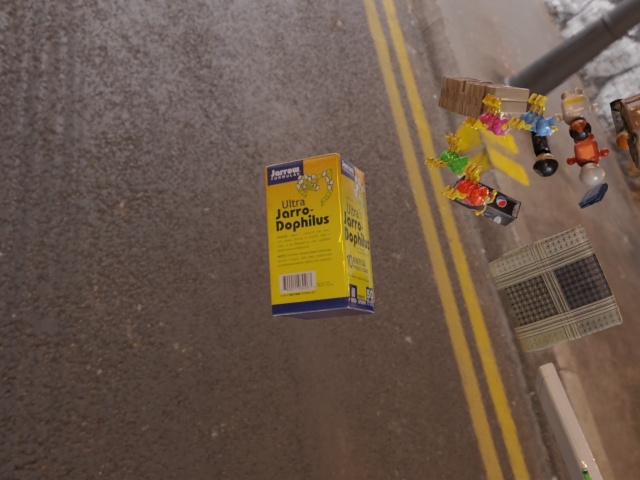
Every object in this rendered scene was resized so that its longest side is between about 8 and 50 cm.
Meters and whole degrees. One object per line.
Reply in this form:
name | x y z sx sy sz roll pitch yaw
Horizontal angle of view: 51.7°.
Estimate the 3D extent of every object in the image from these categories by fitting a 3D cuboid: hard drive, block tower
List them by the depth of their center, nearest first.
block tower | 0.413 -0.370 1.725 0.097 0.091 0.335 1 18 -13
hard drive | 0.686 0.540 1.828 0.233 0.047 0.353 63 10 -60

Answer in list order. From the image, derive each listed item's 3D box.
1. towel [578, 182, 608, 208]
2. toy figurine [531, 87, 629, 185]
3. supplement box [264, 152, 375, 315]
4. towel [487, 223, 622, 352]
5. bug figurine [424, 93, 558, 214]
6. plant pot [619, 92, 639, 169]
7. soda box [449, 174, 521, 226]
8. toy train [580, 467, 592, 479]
towel | 0.847 -0.138 2.046 0.029 0.119 0.067 35 81 4
toy figurine | 0.629 -0.241 1.581 0.213 0.209 0.148 12 59 -16
supplement box | 0.000 0.000 1.572 0.194 0.195 0.357 22 62 -66
towel | 0.695 0.150 1.979 0.056 0.324 0.312 -9 75 -53
bug figurine | 0.352 -0.190 1.379 0.072 0.279 0.216 41 5 -36
plant pot | 0.596 -0.198 1.091 0.167 0.165 0.167 -15 90 -70
soda box | 0.417 -0.100 1.673 0.169 0.060 0.053 25 67 -7
toy train | 0.604 0.547 1.468 0.083 0.017 0.024 68 10 20
